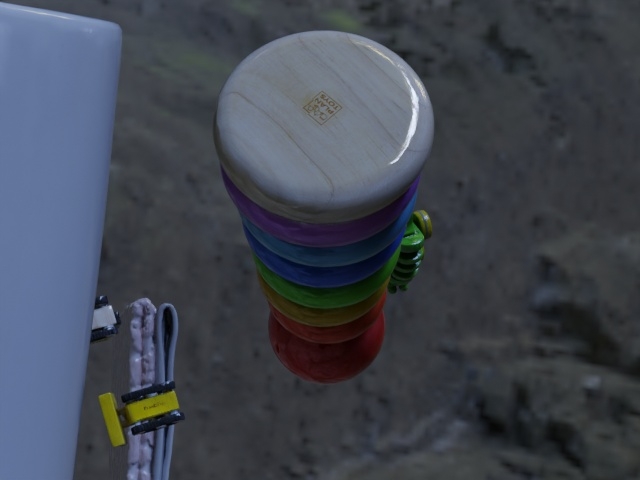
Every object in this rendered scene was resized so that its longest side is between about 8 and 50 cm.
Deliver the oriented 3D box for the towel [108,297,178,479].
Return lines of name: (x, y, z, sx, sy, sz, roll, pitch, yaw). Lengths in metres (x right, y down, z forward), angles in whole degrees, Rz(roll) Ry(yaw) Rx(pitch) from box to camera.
towel: (-0.199, 0.238, 2.004, 0.317, 0.053, 0.332, 142, -50, -77)

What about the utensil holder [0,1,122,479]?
utensil holder: (-0.270, 0.065, 0.872, 0.327, 0.327, 0.386, -4, 103, -64)

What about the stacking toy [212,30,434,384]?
stacking toy: (0.000, 0.000, 1.288, 0.330, 0.141, 0.141, 91, 18, -60)

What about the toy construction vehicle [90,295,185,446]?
toy construction vehicle: (-0.138, 0.082, 1.057, 0.035, 0.098, 0.086, 131, -60, -72)

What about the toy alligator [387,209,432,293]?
toy alligator: (0.072, 0.025, 1.767, 0.190, 0.056, 0.051, 104, -32, -54)
